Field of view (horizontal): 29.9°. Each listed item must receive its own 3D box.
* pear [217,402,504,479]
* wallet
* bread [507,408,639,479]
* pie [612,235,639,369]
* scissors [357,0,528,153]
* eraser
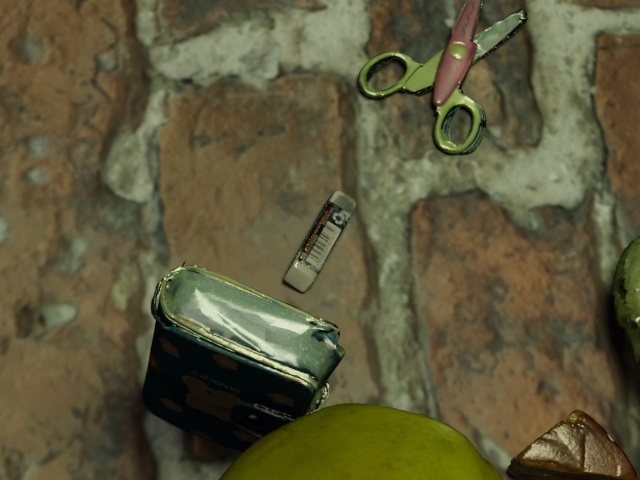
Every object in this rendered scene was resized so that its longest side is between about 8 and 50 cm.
[{"bbox_3d":[0.012,0.263,0.806,0.253,0.253,0.307,18,71,0],"label":"pear"},{"bbox_3d":[-0.064,0.101,0.899,0.141,0.202,0.059,22,61,0],"label":"wallet"},{"bbox_3d":[0.212,0.172,0.998,0.109,0.043,0.062,11,65,-3],"label":"bread"},{"bbox_3d":[0.412,0.099,1.055,0.323,0.070,0.323,5,62,-10],"label":"pie"},{"bbox_3d":[0.133,-0.177,1.165,0.133,0.020,0.187,36,66,5],"label":"scissors"},{"bbox_3d":[0.000,0.000,1.060,0.027,0.019,0.099,33,63,-8],"label":"eraser"}]
